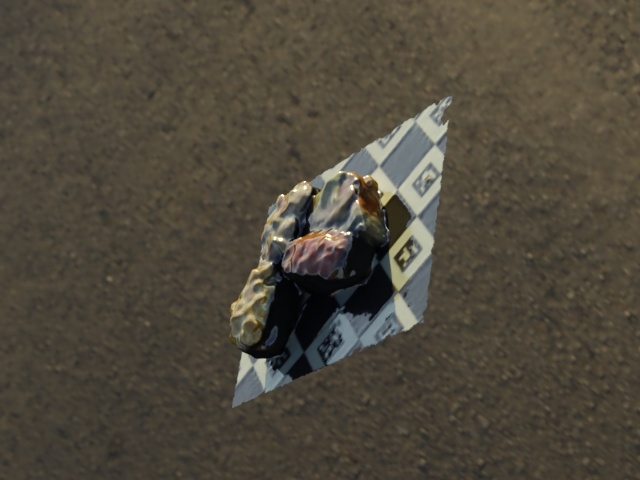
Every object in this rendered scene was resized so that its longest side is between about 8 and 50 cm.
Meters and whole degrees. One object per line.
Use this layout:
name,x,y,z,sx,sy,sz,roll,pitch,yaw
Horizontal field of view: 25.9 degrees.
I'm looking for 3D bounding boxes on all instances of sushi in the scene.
sushi,0.000,0.000,0.611,0.126,0.026,0.120,-29,39,40
